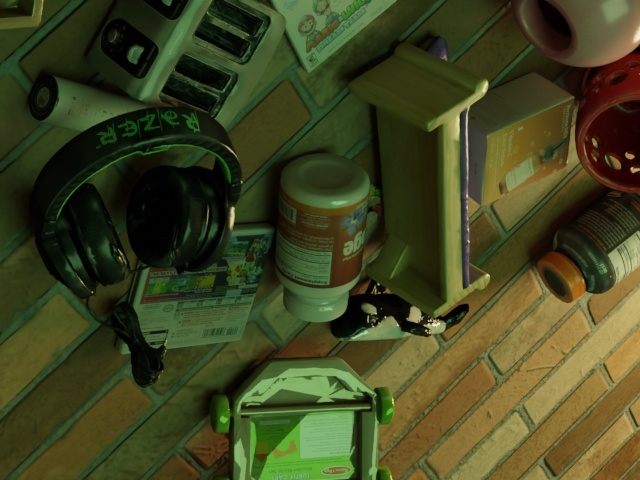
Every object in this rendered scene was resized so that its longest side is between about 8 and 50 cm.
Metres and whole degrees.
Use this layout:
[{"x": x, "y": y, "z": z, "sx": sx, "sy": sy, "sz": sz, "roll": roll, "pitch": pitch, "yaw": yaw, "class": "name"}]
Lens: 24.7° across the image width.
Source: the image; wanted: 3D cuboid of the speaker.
[{"x": -0.265, "y": -0.150, "z": 1.682, "sx": 0.136, "sy": 0.055, "sz": 0.055, "roll": 12, "pitch": 112, "yaw": -46, "class": "speaker"}]

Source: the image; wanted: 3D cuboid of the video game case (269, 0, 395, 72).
[{"x": 0.016, "y": -0.309, "z": 1.841, "sx": 0.157, "sy": 0.019, "sz": 0.143, "roll": -40, "pitch": 139, "yaw": -10, "class": "video game case"}]

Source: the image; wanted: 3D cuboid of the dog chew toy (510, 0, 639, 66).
[{"x": 0.416, "y": -0.386, "z": 2.017, "sx": 0.332, "sy": 0.206, "sz": 0.206, "roll": -41, "pitch": 140, "yaw": -23, "class": "dog chew toy"}]

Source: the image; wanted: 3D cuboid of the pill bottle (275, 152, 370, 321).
[{"x": 0.000, "y": 0.000, "z": 1.987, "sx": 0.121, "sy": 0.121, "sz": 0.216, "roll": -20, "pitch": 132, "yaw": -30, "class": "pill bottle"}]

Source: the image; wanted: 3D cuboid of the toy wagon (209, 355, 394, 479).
[{"x": -0.028, "y": 0.344, "z": 2.142, "sx": 0.267, "sy": 0.068, "sz": 0.344, "roll": -1, "pitch": 94, "yaw": -15, "class": "toy wagon"}]

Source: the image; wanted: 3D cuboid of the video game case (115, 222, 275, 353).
[{"x": -0.167, "y": 0.063, "z": 1.961, "sx": 0.201, "sy": 0.023, "sz": 0.183, "roll": -3, "pitch": 122, "yaw": -39, "class": "video game case"}]

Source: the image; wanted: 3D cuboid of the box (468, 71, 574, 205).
[{"x": 0.276, "y": -0.150, "z": 2.144, "sx": 0.170, "sy": 0.091, "sz": 0.130, "roll": -25, "pitch": 134, "yaw": -26, "class": "box"}]

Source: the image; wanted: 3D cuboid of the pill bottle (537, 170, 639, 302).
[{"x": 0.474, "y": 0.001, "z": 2.410, "sx": 0.246, "sy": 0.130, "sz": 0.130, "roll": -35, "pitch": 138, "yaw": -16, "class": "pill bottle"}]

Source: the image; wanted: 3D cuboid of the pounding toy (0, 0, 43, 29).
[{"x": -0.321, "y": -0.316, "z": 1.483, "sx": 0.206, "sy": 0.094, "sz": 0.181, "roll": -14, "pitch": 124, "yaw": -46, "class": "pounding toy"}]

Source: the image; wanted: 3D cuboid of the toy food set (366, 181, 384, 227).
[{"x": 0.057, "y": -0.044, "z": 2.082, "sx": 0.083, "sy": 0.020, "sz": 0.082, "roll": -52, "pitch": 140, "yaw": 3, "class": "toy food set"}]

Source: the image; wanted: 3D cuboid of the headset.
[{"x": -0.214, "y": 0.010, "z": 1.730, "sx": 0.243, "sy": 0.185, "sz": 0.394, "roll": -13, "pitch": 149, "yaw": -22, "class": "headset"}]

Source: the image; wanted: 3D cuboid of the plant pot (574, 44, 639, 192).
[{"x": 0.481, "y": -0.195, "z": 2.190, "sx": 0.174, "sy": 0.191, "sz": 0.191, "roll": -75, "pitch": 163, "yaw": -45, "class": "plant pot"}]

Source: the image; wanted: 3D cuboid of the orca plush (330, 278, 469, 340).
[{"x": 0.116, "y": 0.093, "z": 2.183, "sx": 0.287, "sy": 0.151, "sz": 0.102, "roll": 0, "pitch": 88, "yaw": -39, "class": "orca plush"}]

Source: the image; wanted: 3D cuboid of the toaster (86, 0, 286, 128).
[{"x": -0.149, "y": -0.229, "z": 1.684, "sx": 0.186, "sy": 0.110, "sz": 0.168, "roll": 20, "pitch": 106, "yaw": -48, "class": "toaster"}]

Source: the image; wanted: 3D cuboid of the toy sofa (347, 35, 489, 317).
[{"x": 0.161, "y": -0.090, "z": 2.021, "sx": 0.177, "sy": 0.150, "sz": 0.362, "roll": -33, "pitch": 137, "yaw": -29, "class": "toy sofa"}]
